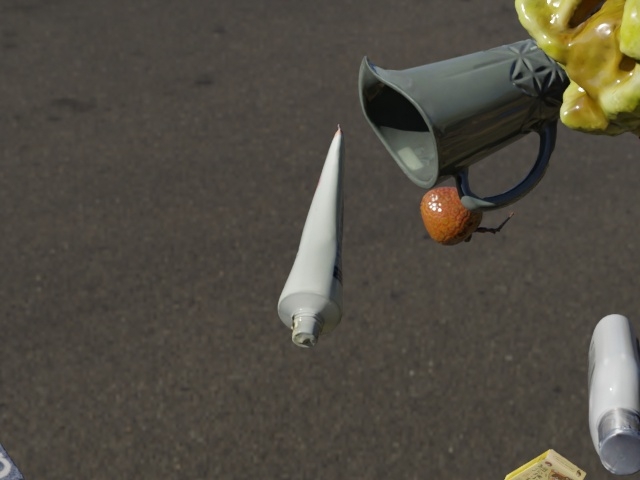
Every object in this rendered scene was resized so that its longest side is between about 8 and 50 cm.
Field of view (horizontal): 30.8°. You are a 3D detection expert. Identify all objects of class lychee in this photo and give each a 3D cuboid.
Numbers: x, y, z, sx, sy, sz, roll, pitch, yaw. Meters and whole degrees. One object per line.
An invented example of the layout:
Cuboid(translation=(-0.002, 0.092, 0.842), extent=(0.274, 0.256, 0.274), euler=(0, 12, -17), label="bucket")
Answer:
Cuboid(translation=(0.239, -0.039, 1.997), extent=(0.140, 0.114, 0.101), euler=(36, 11, 10), label="lychee")

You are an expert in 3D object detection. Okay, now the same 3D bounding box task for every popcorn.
Cuboid(translation=(0.295, -0.165, 0.966), extent=(0.255, 0.195, 0.256), euler=(13, 20, -36), label="popcorn")

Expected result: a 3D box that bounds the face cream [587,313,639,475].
Cuboid(translation=(0.359, 0.194, 1.399), extent=(0.071, 0.144, 0.291), euler=(1, 14, 12), label="face cream")

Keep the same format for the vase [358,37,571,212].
Cuboid(translation=(0.229, -0.174, 1.525), extent=(0.301, 0.251, 0.156), euler=(-22, -6, -17), label="vase")

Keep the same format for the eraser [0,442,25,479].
Cuboid(translation=(-0.381, 0.212, 1.176), extent=(0.092, 0.046, 0.212), euler=(-17, 55, -43), label="eraser")

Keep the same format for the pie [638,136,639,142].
Cuboid(translation=(0.458, -0.205, 1.498), extent=(0.054, 0.204, 0.219), euler=(7, 20, 34), label="pie")

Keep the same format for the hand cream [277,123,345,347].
Cuboid(translation=(0.000, 0.000, 1.471), extent=(0.078, 0.124, 0.340), euler=(5, 44, 3), label="hand cream")

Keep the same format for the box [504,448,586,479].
Cuboid(translation=(0.364, 0.388, 1.891), extent=(0.073, 0.149, 0.020), euler=(35, 53, -1), label="box")
